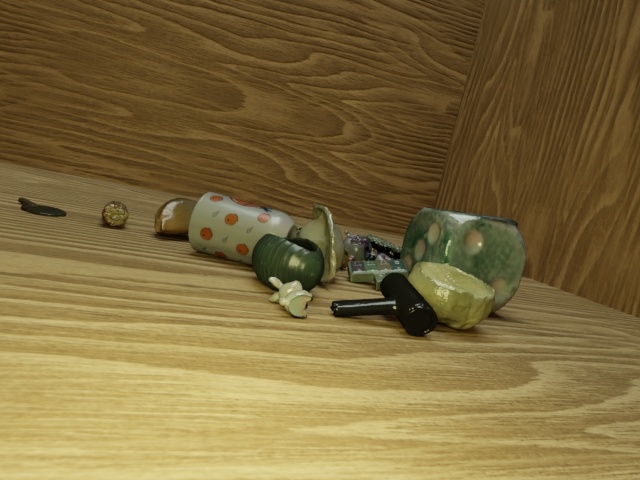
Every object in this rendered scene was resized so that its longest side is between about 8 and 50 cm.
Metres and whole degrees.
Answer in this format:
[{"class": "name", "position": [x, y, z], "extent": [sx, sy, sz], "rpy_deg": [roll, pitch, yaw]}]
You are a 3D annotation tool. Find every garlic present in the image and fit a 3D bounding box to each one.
[{"class": "garlic", "position": [-0.482, -0.049, 1.701], "extent": [0.339, 0.151, 0.196], "rpy_deg": [16, 31, -34]}]

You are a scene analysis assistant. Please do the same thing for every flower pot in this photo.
[{"class": "flower pot", "position": [-0.095, 0.065, 1.258], "extent": [0.190, 0.157, 0.243], "rpy_deg": [5, 11, -37]}]

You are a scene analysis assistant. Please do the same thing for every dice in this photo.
[{"class": "dice", "position": [0.509, 0.057, 1.590], "extent": [0.331, 0.347, 0.328], "rpy_deg": [12, 6, -16]}]

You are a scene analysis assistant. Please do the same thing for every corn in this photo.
[{"class": "corn", "position": [-0.798, -0.109, 1.682], "extent": [0.092, 0.092, 0.281], "rpy_deg": [9, 4, -26]}]

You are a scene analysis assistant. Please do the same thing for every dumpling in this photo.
[{"class": "dumpling", "position": [0.000, -0.001, 1.509], "extent": [0.182, 0.259, 0.341], "rpy_deg": [6, 14, 12]}]

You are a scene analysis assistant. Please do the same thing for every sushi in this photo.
[{"class": "sushi", "position": [0.297, 0.054, 2.108], "extent": [0.225, 0.126, 0.136], "rpy_deg": [20, 10, 37]}]

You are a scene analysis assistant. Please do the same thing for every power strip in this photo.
[{"class": "power strip", "position": [0.210, 0.129, 1.566], "extent": [0.216, 0.061, 0.145], "rpy_deg": [-3, 28, -1]}]

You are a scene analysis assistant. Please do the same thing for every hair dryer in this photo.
[{"class": "hair dryer", "position": [0.150, 0.165, 1.135], "extent": [0.252, 0.089, 0.197], "rpy_deg": [-2, 26, -12]}]

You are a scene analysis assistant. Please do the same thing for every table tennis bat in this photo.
[{"class": "table tennis bat", "position": [-1.051, -0.122, 1.616], "extent": [0.235, 0.022, 0.131], "rpy_deg": [19, 11, 28]}]

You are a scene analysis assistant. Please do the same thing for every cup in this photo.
[{"class": "cup", "position": [-0.253, -0.024, 1.477], "extent": [0.318, 0.212, 0.212], "rpy_deg": [16, 8, 11]}]

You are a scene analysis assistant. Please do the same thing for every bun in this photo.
[{"class": "bun", "position": [0.368, 0.168, 1.273], "extent": [0.260, 0.152, 0.259], "rpy_deg": [16, 19, -6]}]

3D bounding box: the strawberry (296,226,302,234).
[{"class": "strawberry", "position": [-0.198, -0.054, 2.246], "extent": [0.193, 0.085, 0.140], "rpy_deg": [3, 19, -26]}]

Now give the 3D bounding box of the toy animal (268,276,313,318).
[{"class": "toy animal", "position": [-0.074, 0.140, 1.072], "extent": [0.085, 0.070, 0.124], "rpy_deg": [-7, 22, -19]}]

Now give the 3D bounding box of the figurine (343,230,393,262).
[{"class": "figurine", "position": [0.201, 0.064, 1.910], "extent": [0.194, 0.133, 0.274], "rpy_deg": [-5, 29, -28]}]

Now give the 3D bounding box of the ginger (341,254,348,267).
[{"class": "ginger", "position": [0.027, 0.070, 1.761], "extent": [0.190, 0.068, 0.095], "rpy_deg": [12, -14, 2]}]
